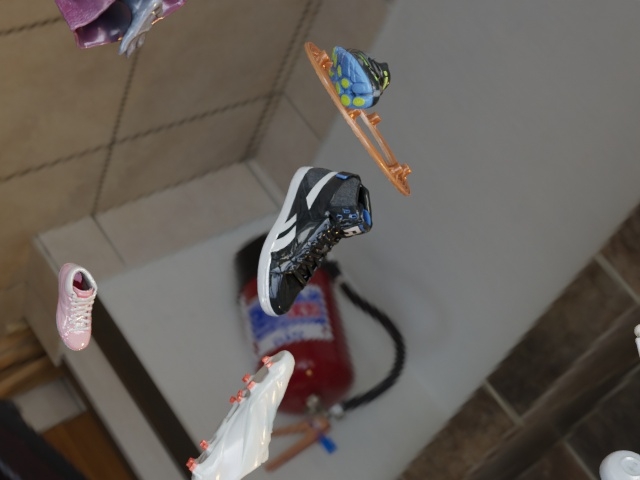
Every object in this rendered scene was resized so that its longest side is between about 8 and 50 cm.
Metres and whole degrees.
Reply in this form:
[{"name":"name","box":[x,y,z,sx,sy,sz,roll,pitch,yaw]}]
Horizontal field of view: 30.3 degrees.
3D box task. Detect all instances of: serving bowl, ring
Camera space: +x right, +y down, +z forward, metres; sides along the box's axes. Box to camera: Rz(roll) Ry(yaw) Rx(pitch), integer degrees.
[{"name":"serving bowl","box":[0.459,0.344,1.756,0.083,0.083,0.027,-24,143,-32]},{"name":"ring","box":[0.077,-0.228,2.161,0.032,0.336,0.336,-33,161,10]}]

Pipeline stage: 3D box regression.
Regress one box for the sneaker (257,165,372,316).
[{"name":"sneaker","box":[0.000,0.000,1.548,0.079,0.121,0.217,46,55,-53]}]

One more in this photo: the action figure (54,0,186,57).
[{"name":"action figure","box":[-0.282,-0.387,1.271,0.248,0.370,0.276,-36,169,-30]}]

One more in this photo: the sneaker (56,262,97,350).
[{"name":"sneaker","box":[-0.366,0.101,1.778,0.051,0.134,0.070,-4,-179,-29]}]

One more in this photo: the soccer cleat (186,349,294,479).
[{"name":"soccer cleat","box":[-0.082,0.222,1.416,0.196,0.076,0.068,-55,-169,-2]}]

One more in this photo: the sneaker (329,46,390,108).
[{"name":"sneaker","box":[0.057,-0.219,1.558,0.078,0.188,0.067,3,109,-7]}]

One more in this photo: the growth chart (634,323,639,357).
[{"name":"growth chart","box":[0.467,0.131,1.291,0.237,0.172,0.021,-5,125,17]}]
